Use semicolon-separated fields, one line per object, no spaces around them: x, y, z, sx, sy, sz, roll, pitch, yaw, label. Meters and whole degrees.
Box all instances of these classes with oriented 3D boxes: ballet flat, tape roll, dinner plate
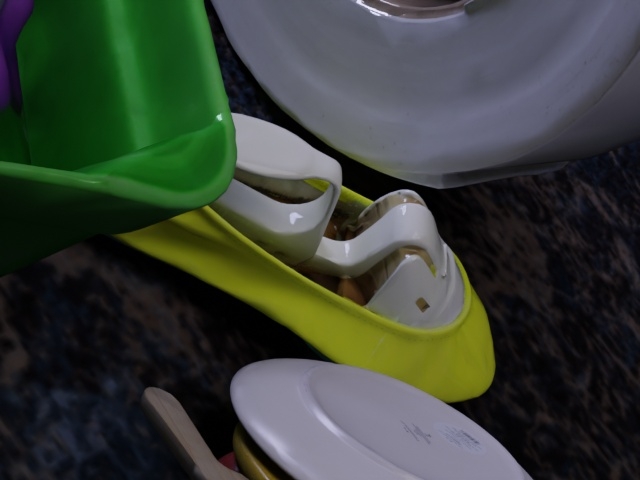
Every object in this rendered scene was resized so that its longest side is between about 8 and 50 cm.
0.000;0.000;0.747;0.231;0.077;0.077;28;44;-25;ballet flat
0.070;-0.170;0.787;0.100;0.286;0.286;-11;68;-48;tape roll
0.033;0.078;0.684;0.141;0.017;0.141;26;15;-7;dinner plate

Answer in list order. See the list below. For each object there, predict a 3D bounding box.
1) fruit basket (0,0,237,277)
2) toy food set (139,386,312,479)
-0.155;-0.190;0.530;0.283;0.392;0.392;10;54;-38;fruit basket
0.018;0.121;0.685;0.218;0.071;0.128;11;22;-44;toy food set
